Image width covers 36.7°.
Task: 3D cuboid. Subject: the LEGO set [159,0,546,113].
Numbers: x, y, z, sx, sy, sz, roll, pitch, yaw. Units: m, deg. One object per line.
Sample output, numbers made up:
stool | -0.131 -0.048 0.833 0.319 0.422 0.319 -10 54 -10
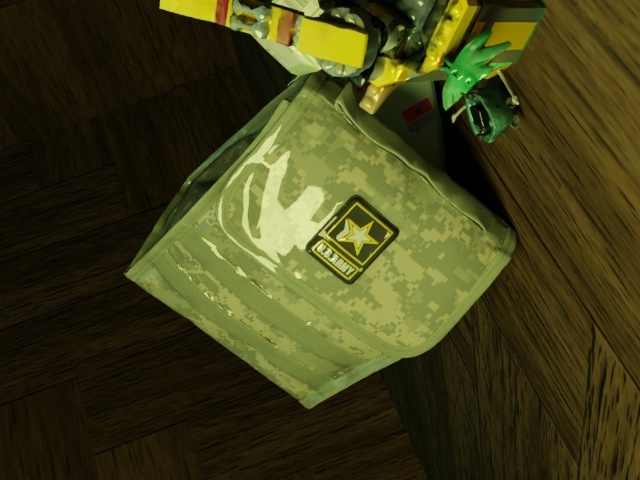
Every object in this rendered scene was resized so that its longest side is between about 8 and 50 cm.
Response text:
LEGO set | -0.043 -0.200 0.316 0.331 0.192 0.255 48 124 19

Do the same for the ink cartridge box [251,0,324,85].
ink cartridge box | 0.024 -0.191 0.674 0.056 0.171 0.235 41 180 -12

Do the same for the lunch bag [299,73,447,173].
lunch bag | 0.038 -0.171 0.969 0.224 0.108 0.279 -114 6 -47

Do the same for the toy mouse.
toy mouse | 0.116 -0.129 0.714 0.143 0.031 0.161 80 168 -64

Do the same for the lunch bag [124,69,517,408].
lunch bag | 0.000 0.000 0.872 0.235 0.169 0.287 38 138 -14
